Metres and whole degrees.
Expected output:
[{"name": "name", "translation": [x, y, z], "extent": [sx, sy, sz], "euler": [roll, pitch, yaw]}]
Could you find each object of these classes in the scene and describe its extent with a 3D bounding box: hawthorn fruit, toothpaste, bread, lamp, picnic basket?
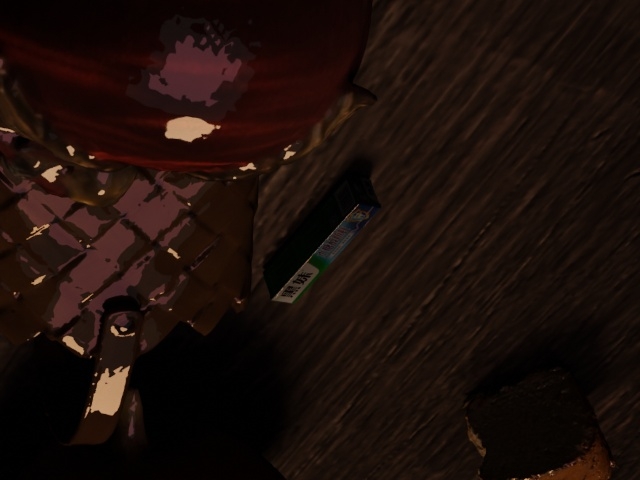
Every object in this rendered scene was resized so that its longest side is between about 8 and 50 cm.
[{"name": "hawthorn fruit", "translation": [-0.091, 0.175, 0.934], "extent": [0.199, 0.199, 0.251], "euler": [-9, 131, -10]}, {"name": "toothpaste", "translation": [0.000, 0.000, 0.869], "extent": [0.017, 0.020, 0.083], "euler": [10, 136, -37]}, {"name": "bread", "translation": [0.136, 0.129, 1.039], "extent": [0.083, 0.076, 0.070], "euler": [-25, 139, 9]}, {"name": "lamp", "translation": [-0.034, -0.110, 0.608], "extent": [0.215, 0.151, 0.223], "euler": [0, 136, -27]}, {"name": "picnic basket", "translation": [-0.100, 0.008, 0.750], "extent": [0.138, 0.128, 0.178], "euler": [1, 122, -18]}]
